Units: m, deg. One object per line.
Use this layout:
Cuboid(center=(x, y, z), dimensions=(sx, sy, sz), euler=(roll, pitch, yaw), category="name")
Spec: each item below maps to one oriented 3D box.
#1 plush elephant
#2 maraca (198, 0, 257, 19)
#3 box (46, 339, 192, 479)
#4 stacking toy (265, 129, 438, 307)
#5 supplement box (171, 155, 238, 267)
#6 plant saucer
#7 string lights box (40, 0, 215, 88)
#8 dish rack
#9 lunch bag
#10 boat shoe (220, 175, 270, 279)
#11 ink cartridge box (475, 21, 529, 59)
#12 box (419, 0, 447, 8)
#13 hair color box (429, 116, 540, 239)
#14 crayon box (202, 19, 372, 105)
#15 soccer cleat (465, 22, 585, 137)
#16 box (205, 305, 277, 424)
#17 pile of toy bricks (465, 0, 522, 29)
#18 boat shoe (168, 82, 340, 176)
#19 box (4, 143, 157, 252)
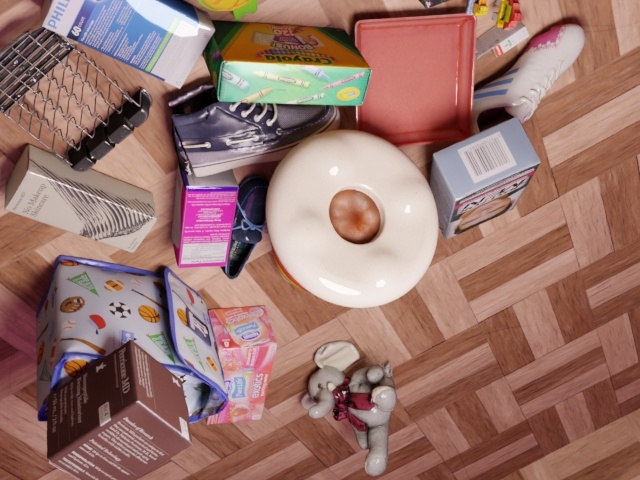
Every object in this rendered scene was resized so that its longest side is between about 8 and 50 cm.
Cuboid(center=(0.071, 0.435, 2.065), dimensions=(0.255, 0.330, 0.272), euler=(6, 117, 3), category="plush elephant")
Cuboid(center=(-0.151, -0.448, 1.281), dimensions=(0.127, 0.099, 0.185), euler=(-45, 155, 17), category="maraca")
Cuboid(center=(-0.378, 0.334, 1.393), dimensions=(0.203, 0.168, 0.167), euler=(-34, 128, 6), category="box")
Cuboid(center=(0.000, 0.000, 1.587), dimensions=(0.350, 0.351, 0.480), euler=(-1, 167, -21), category="stacking toy")
Cuboid(center=(-0.250, -0.058, 1.577), dimensions=(0.113, 0.111, 0.220), euler=(-1, 131, -21), category="supplement box")
Cuboid(center=(0.187, -0.324, 1.510), dimensions=(0.258, 0.048, 0.259), euler=(-8, 114, -14), category="plant saucer")
Cuboid(center=(-0.330, -0.381, 1.280), dimensions=(0.259, 0.077, 0.133), euler=(21, 120, -34), category="string lights box")
Cuboid(center=(-0.463, -0.258, 1.347), dimensions=(0.208, 0.074, 0.271), euler=(-37, 131, 12), category="dish rack")
Cuboid(center=(-0.401, 0.222, 1.625), dimensions=(0.385, 0.328, 0.239), euler=(14, 122, -29), category="lunch bag")
Cuboid(center=(-0.157, -0.021, 1.661), dimensions=(0.109, 0.089, 0.258), euler=(1, 129, -22), category="boat shoe")
Cuboid(center=(0.364, -0.411, 1.531), dimensions=(0.115, 0.063, 0.029), euler=(-34, 131, 10), category="ink cartridge box")
Cuboid(center=(0.226, -0.491, 1.414), dimensions=(0.083, 0.052, 0.062), euler=(-20, 133, -2), category="box")
Cuboid(center=(0.343, -0.123, 1.624), dimensions=(0.185, 0.114, 0.374), euler=(-24, 167, 1), category="hair color box")
Cuboid(center=(-0.065, -0.327, 1.369), dimensions=(0.278, 0.165, 0.081), euler=(-2, 131, -20), category="crayon box")
Cuboid(center=(0.441, -0.320, 1.585), dimensions=(0.331, 0.143, 0.116), euler=(-37, 134, 13), category="soccer cleat")
Cuboid(center=(-0.219, 0.323, 1.910), dimensions=(0.154, 0.142, 0.300), euler=(-1, 130, -19), category="box")
Cuboid(center=(0.342, -0.502, 1.389), dimensions=(0.118, 0.105, 0.212), euler=(-4, 119, -19), category="pile of toy bricks")
Cuboid(center=(-0.131, -0.240, 1.446), dimensions=(0.340, 0.127, 0.158), euler=(-19, 140, -4), category="boat shoe")
Cuboid(center=(-0.475, -0.079, 1.484), dimensions=(0.275, 0.094, 0.113), euler=(21, 121, -35), category="box")
